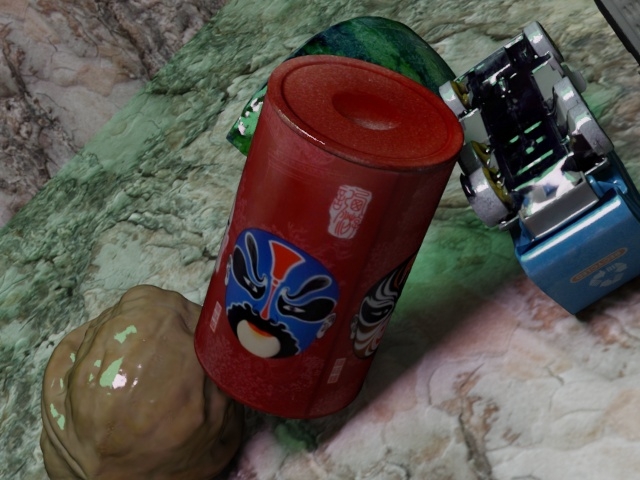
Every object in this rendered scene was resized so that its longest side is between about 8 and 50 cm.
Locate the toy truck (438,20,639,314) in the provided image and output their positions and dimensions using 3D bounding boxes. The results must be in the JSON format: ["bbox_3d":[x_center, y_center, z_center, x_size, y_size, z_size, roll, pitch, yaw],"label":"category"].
[{"bbox_3d":[0.235,-0.081,1.207,0.146,0.175,0.367,-32,29,18],"label":"toy truck"}]

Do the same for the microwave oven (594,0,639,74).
[{"bbox_3d":[0.393,-0.318,1.274,0.181,0.237,0.295,-29,34,29],"label":"microwave oven"}]

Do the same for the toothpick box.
[{"bbox_3d":[0.000,0.000,1.210,0.204,0.204,0.333,-89,15,-55],"label":"toothpick box"}]

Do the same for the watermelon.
[{"bbox_3d":[0.086,-0.147,1.557,0.222,0.319,0.292,41,91,29],"label":"watermelon"}]

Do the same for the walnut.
[{"bbox_3d":[-0.208,0.192,1.359,0.273,0.227,0.273,-35,24,18],"label":"walnut"}]
